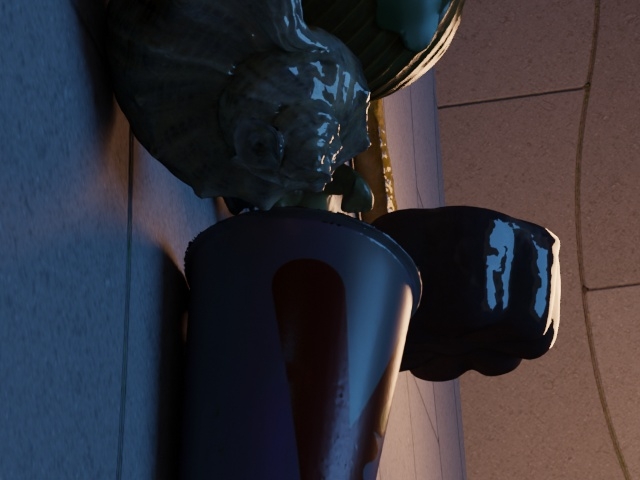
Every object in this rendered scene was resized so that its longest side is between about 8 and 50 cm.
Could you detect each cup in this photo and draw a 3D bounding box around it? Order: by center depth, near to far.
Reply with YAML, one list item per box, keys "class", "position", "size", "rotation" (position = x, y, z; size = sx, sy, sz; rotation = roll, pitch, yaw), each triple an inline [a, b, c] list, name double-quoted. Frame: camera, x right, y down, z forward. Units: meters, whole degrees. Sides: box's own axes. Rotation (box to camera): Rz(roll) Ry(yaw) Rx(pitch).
- class: "cup"
  position: [-0.028, 0.144, 1.447]
  size: [0.203, 0.203, 0.288]
  rotation: [72, 21, -50]

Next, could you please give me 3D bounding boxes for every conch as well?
- class: "conch"
  position: [-0.084, -0.133, 1.380]
  size: [0.291, 0.159, 0.210]
  rotation: [40, -14, 41]

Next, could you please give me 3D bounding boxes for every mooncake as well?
- class: "mooncake"
  position: [0.169, 0.074, 2.399]
  size: [0.306, 0.306, 0.154]
  rotation: [61, 28, -68]

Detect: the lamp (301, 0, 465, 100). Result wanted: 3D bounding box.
- class: "lamp"
  position: [0.005, -0.268, 1.854]
  size: [0.284, 0.250, 0.250]
  rotation: [31, 38, -26]

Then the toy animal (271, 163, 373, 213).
- class: "toy animal"
  position: [-0.018, -0.023, 1.774]
  size: [0.218, 0.103, 0.101]
  rotation: [101, -17, -56]

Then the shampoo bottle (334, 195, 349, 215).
- class: "shampoo bottle"
  position: [0.000, 0.000, 2.047]
  size: [0.284, 0.071, 0.153]
  rotation: [53, 32, -70]

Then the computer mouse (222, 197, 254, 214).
- class: "computer mouse"
  position: [-0.074, -0.125, 1.693]
  size: [0.126, 0.071, 0.231]
  rotation: [-67, 164, -47]

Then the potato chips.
- class: "potato chips"
  position: [0.085, -0.024, 2.662]
  size: [0.080, 0.057, 0.407]
  rotation: [-21, 103, -77]
